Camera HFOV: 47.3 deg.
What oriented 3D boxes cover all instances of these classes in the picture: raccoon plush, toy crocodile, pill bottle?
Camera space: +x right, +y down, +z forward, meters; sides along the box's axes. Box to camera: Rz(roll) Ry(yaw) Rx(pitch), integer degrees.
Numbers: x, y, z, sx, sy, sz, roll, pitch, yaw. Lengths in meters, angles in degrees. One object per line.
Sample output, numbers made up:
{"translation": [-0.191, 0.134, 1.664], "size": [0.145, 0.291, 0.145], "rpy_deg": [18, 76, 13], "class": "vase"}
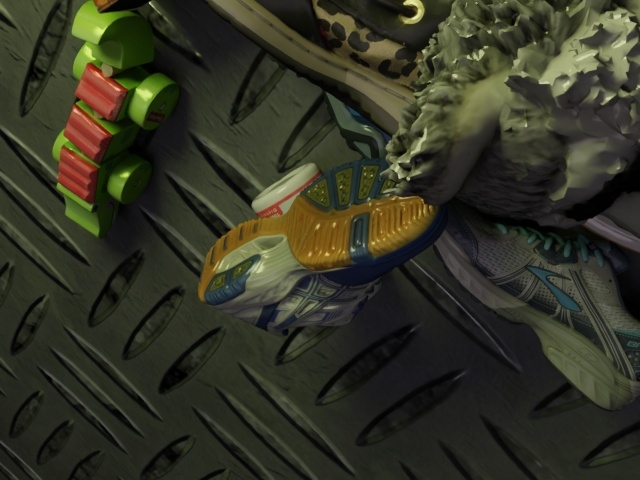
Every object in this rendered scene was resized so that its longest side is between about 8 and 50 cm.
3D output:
{"translation": [0.126, -0.219, 0.344], "size": [0.299, 0.216, 0.447], "rpy_deg": [-20, 82, 21], "class": "raccoon plush"}
{"translation": [-0.265, -0.132, 0.889], "size": [0.115, 0.105, 0.341], "rpy_deg": [36, 131, 7], "class": "toy crocodile"}
{"translation": [0.000, 0.000, 0.822], "size": [0.087, 0.087, 0.160], "rpy_deg": [-26, 103, 39], "class": "pill bottle"}

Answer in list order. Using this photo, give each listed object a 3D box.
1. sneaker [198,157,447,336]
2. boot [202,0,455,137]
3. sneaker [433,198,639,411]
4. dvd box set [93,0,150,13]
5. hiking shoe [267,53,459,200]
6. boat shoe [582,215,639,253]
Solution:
{"translation": [0.016, 0.017, 0.712], "size": [0.296, 0.112, 0.131], "rpy_deg": [-20, 135, 42], "class": "sneaker"}
{"translation": [0.078, -0.225, 0.480], "size": [0.377, 0.138, 0.284], "rpy_deg": [36, 110, 2], "class": "boot"}
{"translation": [0.226, 0.029, 0.715], "size": [0.283, 0.110, 0.122], "rpy_deg": [40, 113, 0], "class": "sneaker"}
{"translation": [-0.164, -0.453, 0.619], "size": [0.307, 0.062, 0.421], "rpy_deg": [-14, 101, 36], "class": "dvd box set"}
{"translation": [0.061, -0.160, 0.661], "size": [0.304, 0.113, 0.132], "rpy_deg": [41, 141, 3], "class": "hiking shoe"}
{"translation": [0.332, -0.031, 0.605], "size": [0.277, 0.098, 0.096], "rpy_deg": [18, 126, 9], "class": "boat shoe"}
